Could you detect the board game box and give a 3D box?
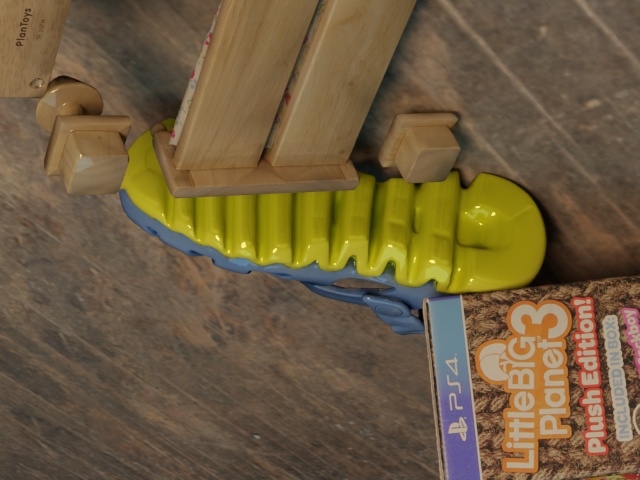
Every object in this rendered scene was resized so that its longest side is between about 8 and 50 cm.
[{"bbox_3d":[0.234,0.131,1.012,0.291,0.141,0.232,-7,156,6],"label":"board game box"}]

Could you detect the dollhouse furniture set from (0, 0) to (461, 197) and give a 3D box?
[{"bbox_3d":[-0.047,-0.193,0.832,0.355,0.174,0.303,-3,139,-29],"label":"dollhouse furniture set"}]

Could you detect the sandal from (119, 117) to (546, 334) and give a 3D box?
[{"bbox_3d":[0.000,0.000,1.022,0.317,0.126,0.138,17,149,-3],"label":"sandal"}]
